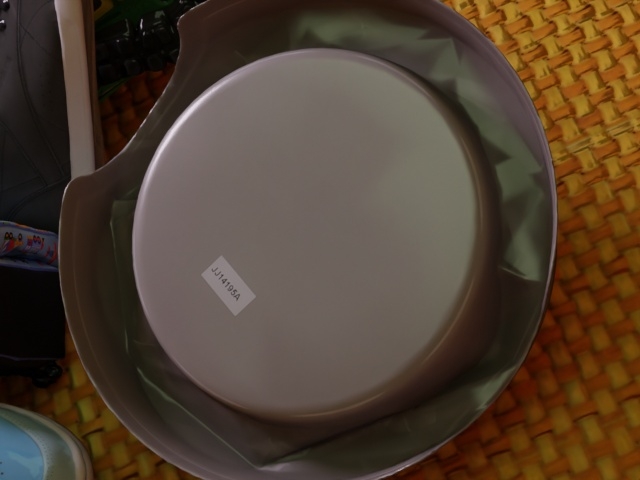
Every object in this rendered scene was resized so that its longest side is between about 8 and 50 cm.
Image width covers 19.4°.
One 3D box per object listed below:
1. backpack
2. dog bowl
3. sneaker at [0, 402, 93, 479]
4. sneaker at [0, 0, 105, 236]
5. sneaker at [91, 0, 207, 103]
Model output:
[{"bbox_3d":[-0.287,0.045,1.356,0.173,0.158,0.117,0,85,21],"label":"backpack"},{"bbox_3d":[0.000,0.000,1.265,0.348,0.102,0.349,-4,79,19],"label":"dog bowl"},{"bbox_3d":[-0.329,0.147,1.266,0.319,0.208,0.127,2,75,22],"label":"sneaker"},{"bbox_3d":[-0.239,-0.130,1.375,0.146,0.296,0.104,-1,22,0],"label":"sneaker"},{"bbox_3d":[-0.214,-0.149,1.501,0.343,0.134,0.146,-26,18,9],"label":"sneaker"}]
